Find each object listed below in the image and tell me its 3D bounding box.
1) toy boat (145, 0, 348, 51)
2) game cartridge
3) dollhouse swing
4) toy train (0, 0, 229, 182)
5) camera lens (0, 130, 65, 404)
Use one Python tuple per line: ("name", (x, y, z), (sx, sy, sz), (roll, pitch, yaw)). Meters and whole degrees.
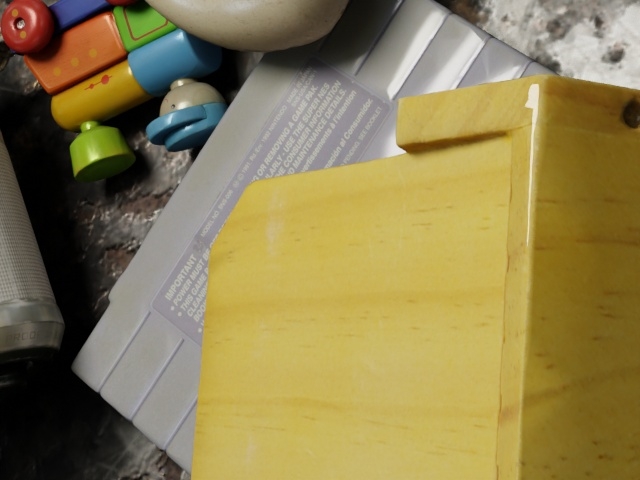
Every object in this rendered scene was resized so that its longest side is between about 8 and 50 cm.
("toy boat", (-0.009, -0.277, 1.293), (0.318, 0.148, 0.267), (-36, 71, 22))
("game cartridge", (0.000, 0.000, 1.303), (0.230, 0.068, 0.355), (37, 96, 38))
("dollhouse swing", (0.121, 0.111, 1.150), (0.305, 0.315, 0.347), (161, 115, -66))
("toy train", (-0.182, -0.106, 1.430), (0.248, 0.105, 0.143), (-23, 78, 24))
("camera lens", (-0.317, -0.003, 1.370), (0.219, 0.219, 0.274), (-23, 81, 24))
